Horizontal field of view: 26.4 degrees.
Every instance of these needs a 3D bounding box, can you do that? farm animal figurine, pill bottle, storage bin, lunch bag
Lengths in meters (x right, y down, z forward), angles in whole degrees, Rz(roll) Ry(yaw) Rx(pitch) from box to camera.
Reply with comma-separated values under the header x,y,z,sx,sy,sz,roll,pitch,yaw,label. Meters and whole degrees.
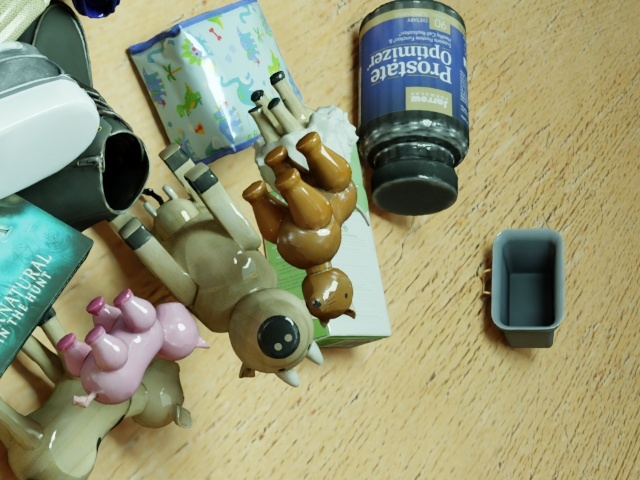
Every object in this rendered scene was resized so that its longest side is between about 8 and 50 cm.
x,y,z,sx,sy,sz,roll,pitch,yaw,label
-0.092,0.050,1.065,0.172,0.330,0.327,53,10,-23,farm animal figurine
0.102,-0.144,1.499,0.123,0.123,0.219,29,53,-46,pill bottle
0.247,0.066,1.657,0.091,0.098,0.135,72,20,-58,storage bin
-0.084,-0.149,1.260,0.151,0.096,0.129,-32,103,-45,lunch bag

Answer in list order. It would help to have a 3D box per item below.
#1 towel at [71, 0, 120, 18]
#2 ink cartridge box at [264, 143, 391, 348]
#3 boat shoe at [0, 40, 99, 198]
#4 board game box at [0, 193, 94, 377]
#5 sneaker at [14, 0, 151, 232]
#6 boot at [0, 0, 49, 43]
x,y,z,sx,sy,sz,roll,pitch,yaw,label
-0.213,-0.349,1.061,0.227,0.076,0.308,103,-33,-79,towel
0.000,0.000,1.346,0.109,0.062,0.209,6,71,-54,ink cartridge box
-0.295,-0.065,0.910,0.301,0.108,0.102,-28,65,-35,boat shoe
-0.254,0.032,0.949,0.126,0.026,0.186,31,43,-4,board game box
-0.185,-0.102,1.075,0.083,0.118,0.222,23,58,-49,sneaker
-0.281,-0.263,1.030,0.203,0.095,0.262,48,38,-35,boot
